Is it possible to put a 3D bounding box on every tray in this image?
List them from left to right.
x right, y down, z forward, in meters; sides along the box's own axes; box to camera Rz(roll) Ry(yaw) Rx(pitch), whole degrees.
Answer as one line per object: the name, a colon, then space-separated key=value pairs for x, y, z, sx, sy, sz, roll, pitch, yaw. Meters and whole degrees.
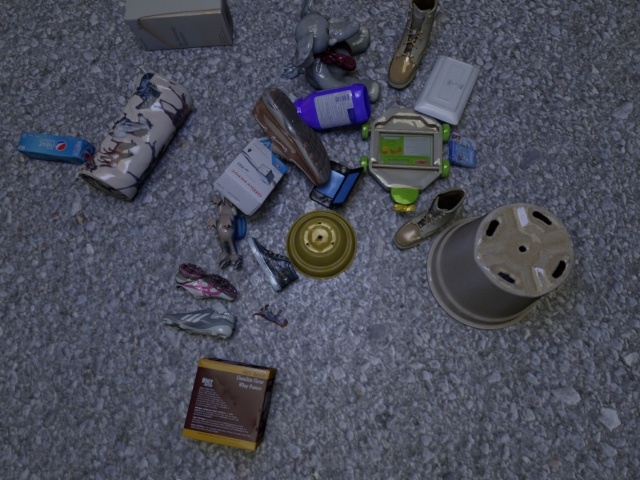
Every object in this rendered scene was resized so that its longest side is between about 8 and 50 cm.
tray: x=0.407 y=-0.489 z=1.393 sx=0.145 sy=0.030 sz=0.270 roll=24 pitch=65 yaw=8

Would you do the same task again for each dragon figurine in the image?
dragon figurine: x=-0.272 y=-0.054 z=1.315 sx=0.085 sy=0.144 sz=0.289 roll=-3 pitch=56 yaw=4

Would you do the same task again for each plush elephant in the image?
plush elephant: x=0.023 y=-0.599 z=1.352 sx=0.330 sy=0.255 sz=0.271 roll=-1 pitch=76 yaw=3

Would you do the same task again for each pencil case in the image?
pencil case: x=-0.572 y=-0.319 z=1.358 sx=0.183 sy=0.160 sz=0.410 roll=29 pitch=79 yaw=-7

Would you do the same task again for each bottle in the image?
bottle: x=0.009 y=-0.403 z=1.360 sx=0.283 sy=0.092 sz=0.118 roll=-5 pitch=118 yaw=20

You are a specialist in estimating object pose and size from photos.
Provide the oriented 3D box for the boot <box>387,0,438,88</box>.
boot: x=0.288 y=-0.631 z=1.374 sx=0.095 sy=0.203 sz=0.262 roll=26 pitch=77 yaw=10

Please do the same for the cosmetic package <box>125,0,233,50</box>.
cosmetic package: x=-0.461 y=-0.734 z=1.462 sx=0.309 sy=0.160 sz=0.113 roll=-4 pitch=76 yaw=3

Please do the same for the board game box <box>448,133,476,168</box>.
board game box: x=0.438 y=-0.275 z=1.355 sx=0.090 sy=0.020 sz=0.090 roll=10 pitch=75 yaw=-20

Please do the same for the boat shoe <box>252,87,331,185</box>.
boat shoe: x=-0.087 y=-0.298 z=1.328 sx=0.116 sy=0.123 sz=0.324 roll=-32 pitch=92 yaw=34

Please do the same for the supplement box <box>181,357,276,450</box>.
supplement box: x=-0.234 y=0.425 z=1.169 sx=0.191 sy=0.129 sz=0.194 roll=9 pitch=77 yaw=5

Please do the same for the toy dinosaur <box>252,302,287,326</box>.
toy dinosaur: x=-0.137 y=0.222 z=1.274 sx=0.090 sy=0.047 sz=0.082 roll=-38 pitch=85 yaw=27

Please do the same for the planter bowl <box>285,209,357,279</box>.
planter bowl: x=0.000 y=0.000 z=1.287 sx=0.217 sy=0.090 sz=0.217 roll=-1 pitch=76 yaw=3

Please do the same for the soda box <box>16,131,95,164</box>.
soda box: x=-0.845 y=-0.293 z=1.411 sx=0.210 sy=0.071 sz=0.067 roll=8 pitch=77 yaw=5

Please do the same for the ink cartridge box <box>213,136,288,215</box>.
ink cartridge box: x=-0.200 y=-0.188 z=1.283 sx=0.139 sy=0.082 sz=0.190 roll=41 pitch=44 yaw=-15

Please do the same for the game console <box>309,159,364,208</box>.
game console: x=0.046 y=-0.175 z=1.330 sx=0.124 sy=0.085 sz=0.144 roll=28 pitch=79 yaw=9

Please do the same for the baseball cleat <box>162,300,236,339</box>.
baseball cleat: x=-0.344 y=0.222 z=1.268 sx=0.206 sy=0.072 sz=0.109 roll=13 pitch=61 yaw=4

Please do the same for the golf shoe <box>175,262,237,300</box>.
golf shoe: x=-0.334 y=0.137 z=1.289 sx=0.186 sy=0.067 sz=0.086 roll=24 pitch=110 yaw=4

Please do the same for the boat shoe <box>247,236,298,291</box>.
boat shoe: x=-0.140 y=0.055 z=1.297 sx=0.083 sy=0.065 sz=0.183 roll=-31 pitch=83 yaw=-7

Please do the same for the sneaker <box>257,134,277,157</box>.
sneaker: x=-0.169 y=-0.286 z=1.383 sx=0.162 sy=0.063 sz=0.073 roll=-31 pitch=80 yaw=-5

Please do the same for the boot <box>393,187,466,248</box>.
boot: x=0.307 y=-0.064 z=1.248 sx=0.213 sy=0.165 sz=0.077 roll=-31 pitch=76 yaw=-7

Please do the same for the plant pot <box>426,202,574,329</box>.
plant pot: x=0.468 y=0.054 z=1.140 sx=0.334 sy=0.305 sz=0.333 roll=-1 pitch=76 yaw=3

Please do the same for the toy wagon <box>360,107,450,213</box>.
toy wagon: x=0.255 y=-0.242 z=1.349 sx=0.267 sy=0.068 sz=0.344 roll=3 pitch=76 yaw=4
